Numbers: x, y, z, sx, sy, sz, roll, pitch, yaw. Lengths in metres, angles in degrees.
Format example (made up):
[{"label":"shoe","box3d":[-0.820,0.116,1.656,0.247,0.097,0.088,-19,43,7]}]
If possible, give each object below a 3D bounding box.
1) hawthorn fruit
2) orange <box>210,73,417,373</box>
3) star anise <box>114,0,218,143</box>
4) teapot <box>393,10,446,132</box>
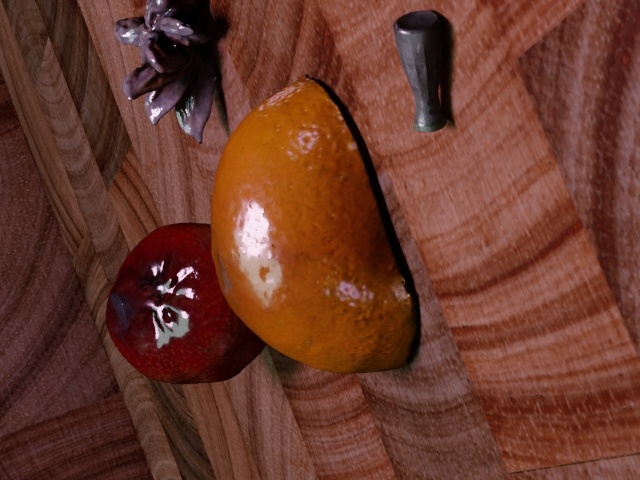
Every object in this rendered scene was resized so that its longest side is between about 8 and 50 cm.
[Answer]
[{"label":"hawthorn fruit","box3d":[-0.162,0.108,1.951,0.266,0.230,0.210,48,-160,-47]},{"label":"orange","box3d":[0.000,0.002,1.577,0.310,0.274,0.274,43,167,-16]},{"label":"star anise","box3d":[-0.199,-0.260,1.835,0.282,0.129,0.212,108,156,-54]},{"label":"teapot","box3d":[0.092,-0.147,1.257,0.043,0.043,0.110,45,153,51]}]
